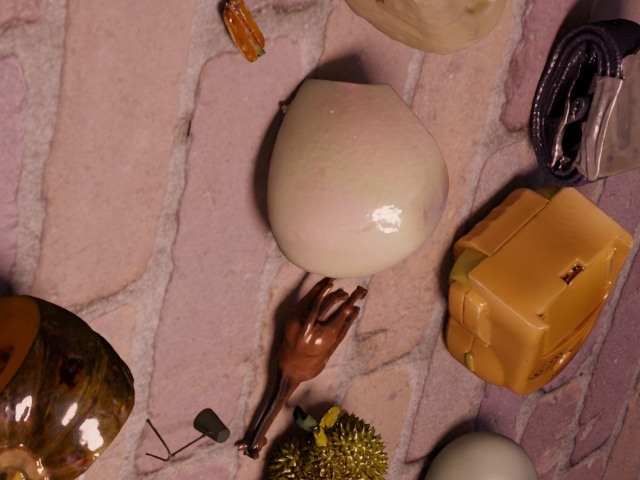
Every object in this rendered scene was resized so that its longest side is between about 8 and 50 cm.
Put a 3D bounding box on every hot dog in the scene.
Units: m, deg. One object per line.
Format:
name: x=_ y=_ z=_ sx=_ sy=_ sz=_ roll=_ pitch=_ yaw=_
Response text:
hot dog: x=-0.080 y=-0.216 z=1.480 sx=0.037 sy=0.021 sz=0.083 roll=-64 pitch=149 yaw=-27

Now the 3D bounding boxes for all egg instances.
egg: x=0.247 y=0.415 z=2.270 sx=0.183 sy=0.183 sz=0.264 roll=-25 pitch=141 yaw=-37
egg: x=0.063 y=-0.048 z=1.646 sx=0.206 sy=0.161 sz=0.271 roll=-63 pitch=145 yaw=-17

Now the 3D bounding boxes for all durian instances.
durian: x=0.019 y=0.309 z=1.929 sx=0.159 sy=0.146 sz=0.198 roll=-9 pitch=137 yaw=-53

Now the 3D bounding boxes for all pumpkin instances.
pumpkin: x=-0.331 y=0.196 z=1.371 sx=0.317 sy=0.222 sz=0.139 roll=-50 pitch=118 yaw=-10

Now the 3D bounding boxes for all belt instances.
belt: x=0.365 y=-0.184 z=1.951 sx=0.126 sy=0.139 sz=0.231 roll=-15 pitch=124 yaw=-44

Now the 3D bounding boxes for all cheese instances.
cheese: x=0.123 y=-0.320 z=1.516 sx=0.251 sy=0.173 sz=0.248 roll=-47 pitch=144 yaw=-22

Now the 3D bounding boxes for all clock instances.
clock: x=0.299 y=0.090 z=2.075 sx=0.244 sy=0.200 sz=0.317 roll=-37 pitch=150 yaw=-21

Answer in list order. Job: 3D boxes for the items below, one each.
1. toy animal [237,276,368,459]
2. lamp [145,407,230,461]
toy animal: x=-0.028 y=0.158 z=1.827 sx=0.230 sy=0.066 sz=0.224 roll=-52 pitch=166 yaw=-22
lamp: x=-0.155 y=0.236 z=1.735 sx=0.121 sy=0.054 sz=0.041 roll=-7 pitch=123 yaw=-49
